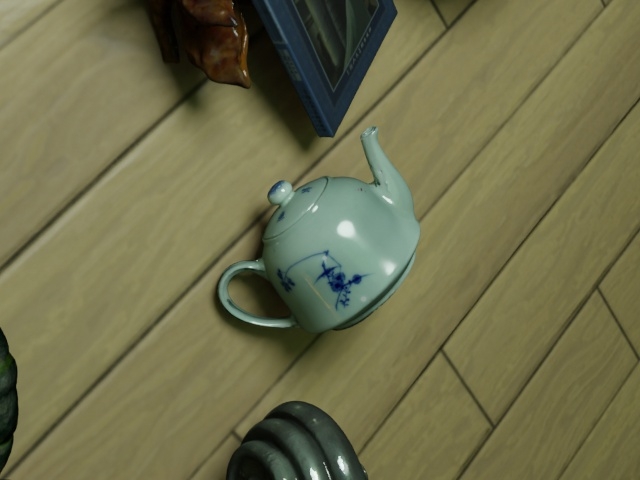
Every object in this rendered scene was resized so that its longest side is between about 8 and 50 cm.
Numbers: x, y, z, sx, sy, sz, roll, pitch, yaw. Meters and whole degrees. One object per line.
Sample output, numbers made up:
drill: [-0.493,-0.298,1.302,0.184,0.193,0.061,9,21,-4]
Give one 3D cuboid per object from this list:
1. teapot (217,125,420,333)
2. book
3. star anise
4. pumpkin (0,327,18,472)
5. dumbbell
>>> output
teapot: [0.000,0.000,0.910,0.232,0.159,0.159,-43,119,7]
book: [-0.004,-0.257,0.873,0.191,0.025,0.269,-65,145,-30]
star anise: [-0.120,-0.249,0.819,0.196,0.111,0.212,39,45,-63]
pumpkin: [-0.337,0.119,0.649,0.250,0.216,0.250,0,103,-1]
dumbbell: [-0.126,0.260,0.815,0.406,0.179,0.179,-8,98,-34]
